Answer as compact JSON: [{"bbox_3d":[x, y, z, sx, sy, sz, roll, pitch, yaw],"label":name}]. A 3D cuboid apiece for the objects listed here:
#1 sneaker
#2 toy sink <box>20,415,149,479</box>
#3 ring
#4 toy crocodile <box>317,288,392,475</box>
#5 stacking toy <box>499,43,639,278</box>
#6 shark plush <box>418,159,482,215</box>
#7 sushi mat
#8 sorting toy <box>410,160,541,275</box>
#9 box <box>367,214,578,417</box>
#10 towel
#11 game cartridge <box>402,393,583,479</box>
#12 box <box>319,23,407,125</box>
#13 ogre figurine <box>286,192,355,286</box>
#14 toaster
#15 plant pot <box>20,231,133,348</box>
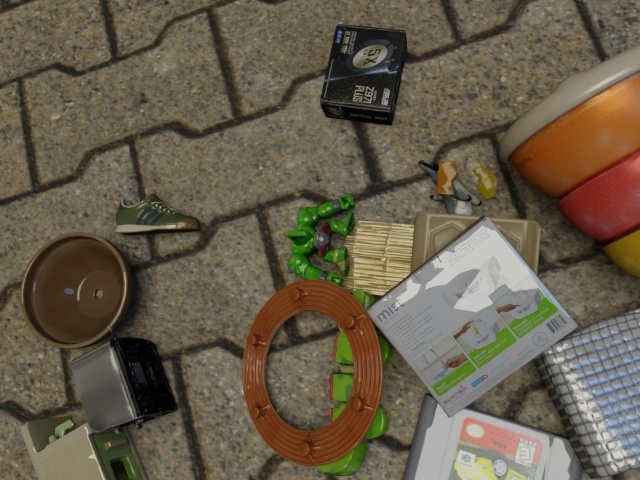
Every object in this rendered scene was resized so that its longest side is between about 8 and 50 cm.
[{"bbox_3d":[-0.350,-0.059,1.319,0.192,0.064,0.086,-3,83,14],"label":"sneaker"},{"bbox_3d":[-0.443,0.426,1.198,0.131,0.153,0.234,-30,74,4],"label":"toy sink"},{"bbox_3d":[-0.031,0.238,1.138,0.336,0.032,0.337,-11,73,38],"label":"ring"},{"bbox_3d":[0.061,0.261,1.150,0.105,0.115,0.340,-1,78,29],"label":"toy crocodile"},{"bbox_3d":[0.548,-0.052,1.014,0.350,0.350,0.480,-27,81,5],"label":"stacking toy"},{"bbox_3d":[0.242,-0.099,1.215,0.067,0.073,0.161,-46,76,21],"label":"shark plush"},{"bbox_3d":[0.200,0.042,1.215,0.316,0.019,0.151,5,81,13],"label":"sushi mat"},{"bbox_3d":[0.286,0.012,1.153,0.229,0.041,0.307,5,93,17],"label":"sorting toy"},{"bbox_3d":[0.254,0.126,1.070,0.262,0.127,0.231,-40,83,11],"label":"box"},{"bbox_3d":[0.536,0.245,1.049,0.283,0.121,0.235,-18,68,-3],"label":"towel"},{"bbox_3d":[0.305,0.412,1.106,0.294,0.060,0.196,14,86,14],"label":"game cartridge"},{"bbox_3d":[0.091,-0.342,1.283,0.147,0.077,0.180,11,81,12],"label":"box"},{"bbox_3d":[0.000,0.000,1.217,0.118,0.097,0.197,5,91,17],"label":"ogre figurine"},{"bbox_3d":[-0.380,0.274,1.206,0.110,0.168,0.186,-26,76,6],"label":"toaster"},{"bbox_3d":[-0.487,0.108,1.291,0.237,0.110,0.237,-2,78,11],"label":"plant pot"}]
